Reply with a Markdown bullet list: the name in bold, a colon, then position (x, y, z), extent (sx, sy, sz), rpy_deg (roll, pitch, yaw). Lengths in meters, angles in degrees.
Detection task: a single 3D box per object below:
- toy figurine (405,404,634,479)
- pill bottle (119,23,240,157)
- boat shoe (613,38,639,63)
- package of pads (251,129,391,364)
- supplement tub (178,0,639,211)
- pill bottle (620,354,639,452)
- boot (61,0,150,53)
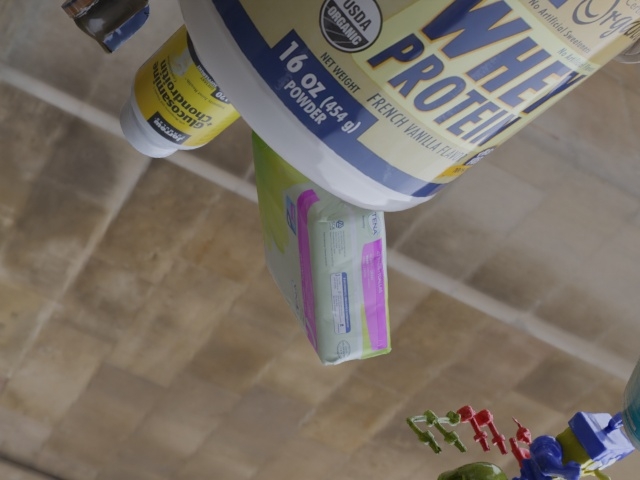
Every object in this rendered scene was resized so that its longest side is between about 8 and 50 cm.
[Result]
- **toy figurine**: position (0.313, 0.266, 1.541), extent (0.217, 0.362, 0.191), rpy_deg (-37, -120, 25)
- **pill bottle**: position (-0.125, -0.153, 1.132), extent (0.184, 0.103, 0.103), rpy_deg (-32, -144, 46)
- **boat shoe**: position (0.347, -0.341, 1.249), extent (0.092, 0.102, 0.285), rpy_deg (-85, 169, -66)
- **package of pads**: position (0.000, 0.000, 1.482), extent (0.296, 0.101, 0.229), rpy_deg (-124, -155, -57)
- **supplement tub**: position (0.094, -0.189, 0.680), extent (0.316, 0.228, 0.228), rpy_deg (-39, -152, 25)
- **pill bottle**: position (0.432, 0.163, 1.297), extent (0.264, 0.146, 0.146), rpy_deg (76, 29, -64)
- **boot**: position (-0.299, -0.398, 1.822), extent (0.219, 0.106, 0.082), rpy_deg (-40, -157, -11)
